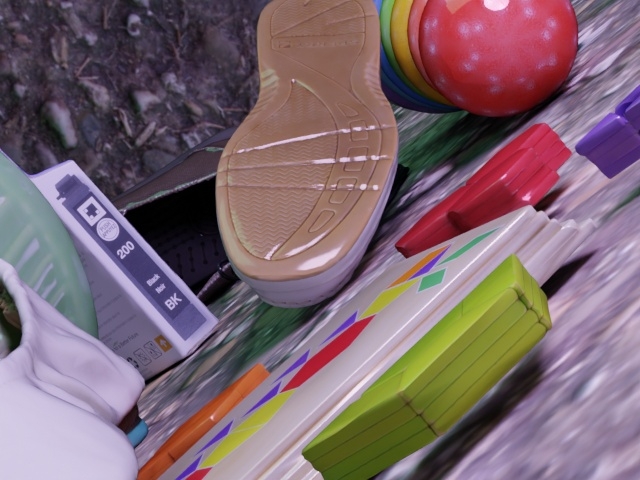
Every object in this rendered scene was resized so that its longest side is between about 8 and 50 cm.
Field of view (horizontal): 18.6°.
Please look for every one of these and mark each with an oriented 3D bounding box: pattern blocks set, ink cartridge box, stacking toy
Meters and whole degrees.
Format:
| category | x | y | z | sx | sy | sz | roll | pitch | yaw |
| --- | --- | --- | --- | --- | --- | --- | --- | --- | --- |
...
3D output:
| category | x | y | z | sx | sy | sz | roll | pitch | yaw |
| --- | --- | --- | --- | --- | --- | --- | --- | --- | --- |
| pattern blocks set | 0.002 | 0.056 | 0.657 | 0.325 | 0.026 | 0.285 | -41 | 5 | -12 |
| ink cartridge box | -0.194 | 0.022 | 1.377 | 0.045 | 0.208 | 0.206 | -47 | 8 | -34 |
| stacking toy | 0.091 | -0.129 | 1.207 | 0.141 | 0.141 | 0.330 | -39 | 12 | 4 |

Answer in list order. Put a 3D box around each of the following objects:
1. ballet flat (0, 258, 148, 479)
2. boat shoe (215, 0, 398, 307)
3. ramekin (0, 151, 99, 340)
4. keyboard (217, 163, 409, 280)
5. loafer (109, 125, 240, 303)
| category | x | y | z | sx | sy | sz | roll | pitch | yaw |
| --- | --- | --- | --- | --- | --- | --- | --- | --- | --- |
| ballet flat | -0.136 | 0.070 | 0.657 | 0.139 | 0.139 | 0.400 | -40 | 5 | 1 |
| boat shoe | 0.001 | -0.040 | 1.121 | 0.098 | 0.096 | 0.277 | 0 | 37 | 7 |
| ramekin | -0.282 | 0.079 | 1.072 | 0.303 | 0.303 | 0.148 | -39 | 12 | 12 |
| keyboard | 0.000 | 0.000 | 1.237 | 0.100 | 0.038 | 0.192 | -14 | 12 | 17 |
| loafer | -0.174 | 0.033 | 1.562 | 0.366 | 0.134 | 0.130 | -40 | 5 | 3 |
